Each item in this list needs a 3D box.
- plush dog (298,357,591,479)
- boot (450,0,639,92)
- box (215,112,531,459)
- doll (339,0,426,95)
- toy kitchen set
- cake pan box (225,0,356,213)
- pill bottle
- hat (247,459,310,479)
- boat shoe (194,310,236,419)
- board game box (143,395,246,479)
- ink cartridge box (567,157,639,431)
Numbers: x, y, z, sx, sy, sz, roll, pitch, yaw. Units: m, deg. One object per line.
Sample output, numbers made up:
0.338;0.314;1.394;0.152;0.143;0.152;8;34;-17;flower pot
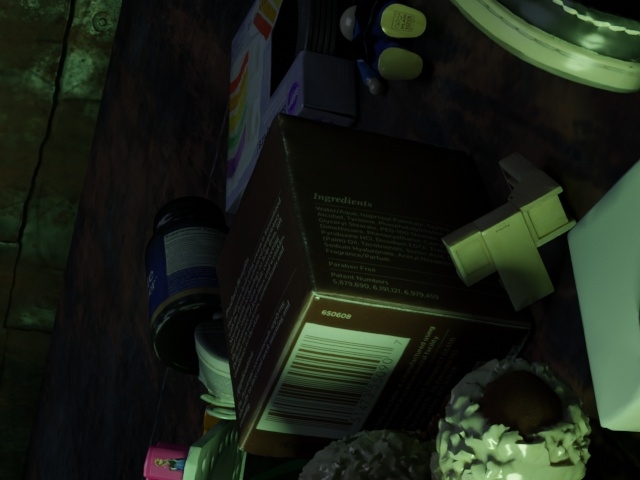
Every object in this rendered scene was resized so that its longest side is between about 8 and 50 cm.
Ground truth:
0.052;0.192;0.794;0.225;0.262;0.210;-119;4;-76;plush dog
0.174;-0.298;0.752;0.377;0.138;0.284;-93;22;-46;boot
0.029;0.040;0.935;0.203;0.167;0.168;-102;28;-47;box
0.056;-0.198;1.157;0.189;0.046;0.129;-128;41;-73;doll
0.125;-0.002;0.845;0.068;0.083;0.075;62;178;-27;toy kitchen set
-0.034;-0.186;1.379;0.267;0.070;0.246;134;139;-58;cake pan box
-0.152;0.048;1.511;0.219;0.123;0.123;-104;30;-49;pill bottle
-0.001;0.303;1.067;0.208;0.173;0.183;-79;-29;-72;hat
-0.060;0.122;1.200;0.320;0.118;0.103;-168;74;-84;boat shoe
-0.141;0.362;1.212;0.390;0.050;0.390;7;-87;-86;board game box
0.221;0.030;0.565;0.275;0.060;0.239;125;150;-51;ink cartridge box
